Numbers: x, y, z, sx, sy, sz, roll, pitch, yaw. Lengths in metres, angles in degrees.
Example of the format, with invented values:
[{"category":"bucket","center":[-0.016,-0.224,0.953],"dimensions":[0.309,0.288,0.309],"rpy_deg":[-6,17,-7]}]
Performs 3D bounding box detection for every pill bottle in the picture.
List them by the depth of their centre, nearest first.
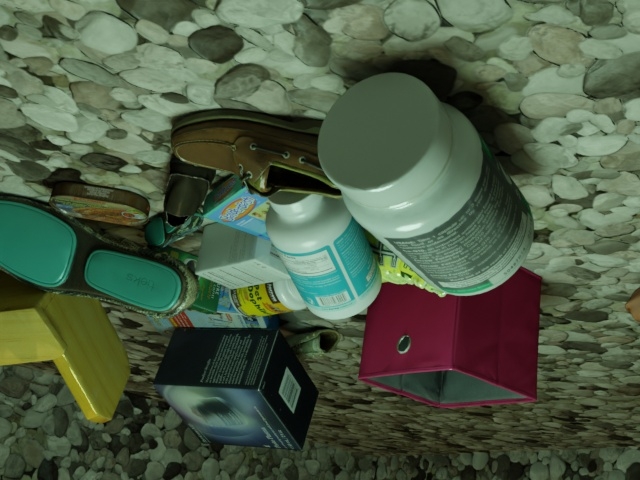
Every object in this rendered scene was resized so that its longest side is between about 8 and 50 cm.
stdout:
[{"category":"pill bottle","center":[0.154,-0.071,1.297],"dimensions":[0.204,0.204,0.361],"rpy_deg":[-4,156,29]},{"category":"pill bottle","center":[0.000,0.000,1.523],"dimensions":[0.146,0.146,0.264],"rpy_deg":[-2,137,24]},{"category":"pill bottle","center":[-0.089,0.095,1.941],"dimensions":[0.117,0.117,0.215],"rpy_deg":[25,153,-37]}]

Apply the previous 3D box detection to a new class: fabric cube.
[{"category":"fabric cube","center":[0.259,0.172,1.816],"dimensions":[0.259,0.258,0.254],"rpy_deg":[24,155,-36]}]

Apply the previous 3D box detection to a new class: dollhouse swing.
[{"category":"dollhouse swing","center":[-0.609,0.222,1.969],"dimensions":[0.315,0.304,0.347],"rpy_deg":[-7,-160,2]}]

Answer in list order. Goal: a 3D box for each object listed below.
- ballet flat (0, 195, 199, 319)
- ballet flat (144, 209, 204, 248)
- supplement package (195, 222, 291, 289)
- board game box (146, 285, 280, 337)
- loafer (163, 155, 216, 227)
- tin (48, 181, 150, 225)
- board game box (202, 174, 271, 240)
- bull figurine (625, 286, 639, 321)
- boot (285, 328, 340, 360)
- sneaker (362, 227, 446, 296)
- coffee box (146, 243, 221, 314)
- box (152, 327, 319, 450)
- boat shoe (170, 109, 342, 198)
[{"category":"ballet flat","center":[-0.469,0.041,1.859],"dimensions":[0.483,0.164,0.182],"rpy_deg":[19,-179,5]},{"category":"ballet flat","center":[-0.281,-0.024,1.788],"dimensions":[0.070,0.070,0.188],"rpy_deg":[20,160,-27]},{"category":"supplement package","center":[-0.142,0.022,1.787],"dimensions":[0.179,0.105,0.105],"rpy_deg":[-12,151,43]},{"category":"board game box","center":[-0.266,0.172,2.251],"dimensions":[0.302,0.086,0.308],"rpy_deg":[6,159,5]},{"category":"loafer","center":[-0.231,-0.078,1.597],"dimensions":[0.080,0.078,0.220],"rpy_deg":[11,159,-8]},{"category":"tin","center":[-0.419,-0.070,1.752],"dimensions":[0.190,0.040,0.106],"rpy_deg":[10,163,-4]},{"category":"board game box","center":[-0.079,-0.054,1.629],"dimensions":[0.210,0.047,0.160],"rpy_deg":[21,150,-30]},{"category":"bull figurine","center":[0.687,0.086,1.646],"dimensions":[0.189,0.101,0.310],"rpy_deg":[12,158,-16]},{"category":"boot","center":[-0.065,0.287,2.399],"dimensions":[0.165,0.077,0.213],"rpy_deg":[-15,-177,43]},{"category":"sneaker","center":[0.165,0.025,1.600],"dimensions":[0.145,0.147,0.385],"rpy_deg":[21,153,-30]},{"category":"coffee box","center":[-0.300,0.084,2.000],"dimensions":[0.184,0.113,0.040],"rpy_deg":[22,154,-35]},{"category":"box","center":[-0.202,0.368,2.263],"dimensions":[0.294,0.182,0.296],"rpy_deg":[-1,139,25]},{"category":"boat shoe","center":[-0.088,-0.124,1.387],"dimensions":[0.308,0.104,0.110],"rpy_deg":[3,159,14]}]
